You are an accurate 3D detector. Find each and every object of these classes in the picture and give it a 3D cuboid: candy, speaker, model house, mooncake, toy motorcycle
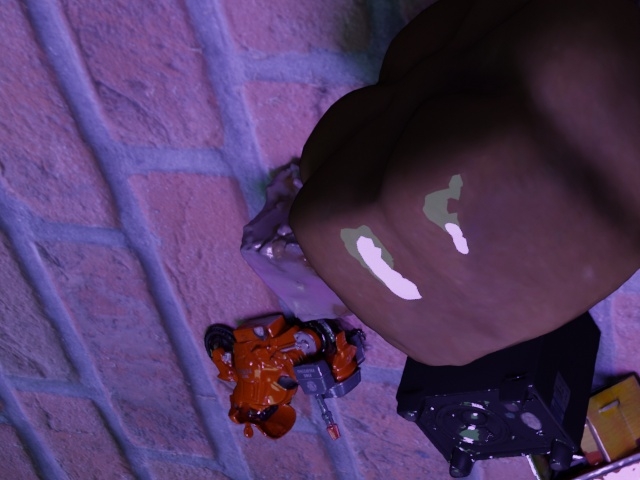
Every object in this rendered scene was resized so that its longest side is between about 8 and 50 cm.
[{"bbox_3d":[0.000,0.000,1.739,0.137,0.185,0.195,-9,135,39],"label":"candy"},{"bbox_3d":[0.260,0.192,1.765,0.232,0.254,0.184,-12,130,35],"label":"speaker"},{"bbox_3d":[0.519,0.335,1.913,0.323,0.340,0.300,-25,83,16],"label":"model house"},{"bbox_3d":[0.183,-0.101,1.323,0.467,0.467,0.262,-24,121,41],"label":"mooncake"},{"bbox_3d":[-0.061,0.234,2.055,0.325,0.147,0.221,-12,107,42],"label":"toy motorcycle"}]
